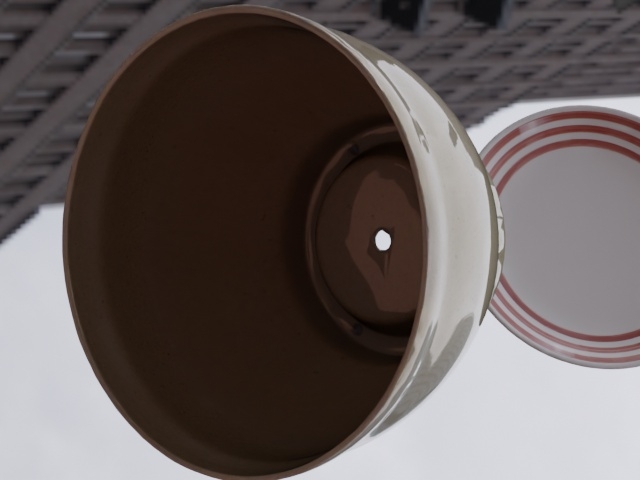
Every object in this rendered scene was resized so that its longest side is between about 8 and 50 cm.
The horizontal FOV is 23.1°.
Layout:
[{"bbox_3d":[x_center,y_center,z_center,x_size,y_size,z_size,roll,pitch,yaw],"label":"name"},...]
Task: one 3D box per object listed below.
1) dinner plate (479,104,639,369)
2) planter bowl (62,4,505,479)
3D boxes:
[{"bbox_3d":[0.136,-0.002,0.780,0.017,0.141,0.141,105,-34,-66],"label":"dinner plate"},{"bbox_3d":[0.000,0.000,0.573,0.162,0.109,0.162,1,-88,36],"label":"planter bowl"}]
